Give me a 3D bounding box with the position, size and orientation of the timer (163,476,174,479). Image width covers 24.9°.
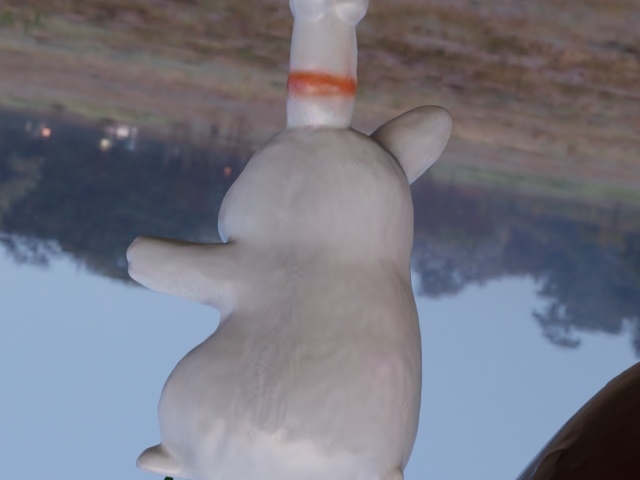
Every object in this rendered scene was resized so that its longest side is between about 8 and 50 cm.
[{"bbox_3d":[-0.066,0.308,1.236,0.285,0.285,0.285,11,-172,-1],"label":"timer"}]

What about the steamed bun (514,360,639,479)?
[{"bbox_3d":[0.229,0.196,0.823,0.248,0.235,0.379,49,154,-2],"label":"steamed bun"}]

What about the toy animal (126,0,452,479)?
[{"bbox_3d":[-0.011,0.009,0.783,0.138,0.282,0.140,-12,158,35],"label":"toy animal"}]
